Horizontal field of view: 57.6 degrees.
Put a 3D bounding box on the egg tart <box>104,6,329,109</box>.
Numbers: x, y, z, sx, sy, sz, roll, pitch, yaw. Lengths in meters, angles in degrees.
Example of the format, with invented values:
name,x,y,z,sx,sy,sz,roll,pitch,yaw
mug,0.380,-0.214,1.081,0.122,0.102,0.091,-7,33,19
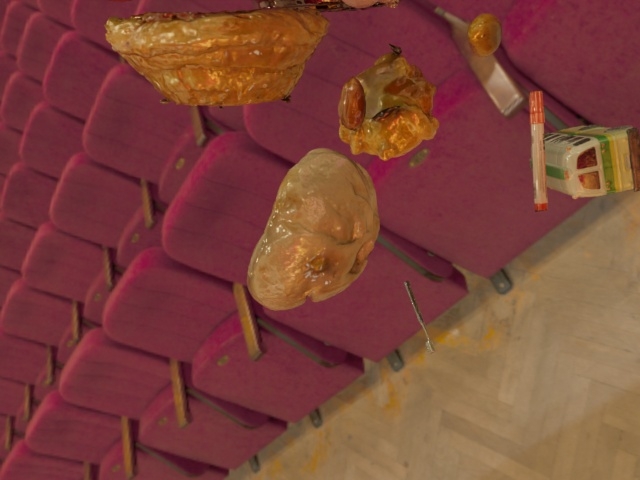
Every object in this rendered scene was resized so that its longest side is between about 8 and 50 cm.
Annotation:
name,x,y,z,sx,sy,sz,roll,pitch,yaw
egg tart,-0.127,-0.237,0.749,0.290,0.290,0.115,27,124,53

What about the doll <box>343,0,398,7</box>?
name,x,y,z,sx,sy,sz,roll,pitch,yaw
doll,0.055,-0.563,1.108,0.160,0.365,0.094,-5,68,34

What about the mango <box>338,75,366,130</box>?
name,x,y,z,sx,sy,sz,roll,pitch,yaw
mango,0.073,-0.318,1.368,0.077,0.063,0.127,-108,14,-52

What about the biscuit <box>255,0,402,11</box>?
name,x,y,z,sx,sy,sz,roll,pitch,yaw
biscuit,0.024,-0.654,1.552,0.407,0.408,0.091,26,123,53

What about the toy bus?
name,x,y,z,sx,sy,sz,roll,pitch,yaw
toy bus,0.565,-0.175,1.270,0.276,0.165,0.133,-88,-15,-78

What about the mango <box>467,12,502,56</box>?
name,x,y,z,sx,sy,sz,roll,pitch,yaw
mango,0.410,-0.516,1.461,0.076,0.161,0.103,22,110,24

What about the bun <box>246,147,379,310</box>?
name,x,y,z,sx,sy,sz,roll,pitch,yaw
bun,0.000,0.000,1.237,0.219,0.365,0.365,25,104,10

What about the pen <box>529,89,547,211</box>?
name,x,y,z,sx,sy,sz,roll,pitch,yaw
pen,0.433,-0.176,1.156,0.028,0.028,0.238,2,98,54

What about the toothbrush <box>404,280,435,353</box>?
name,x,y,z,sx,sy,sz,roll,pitch,yaw
toothbrush,0.263,0.202,1.554,0.019,0.016,0.219,-46,46,37

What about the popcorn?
name,x,y,z,sx,sy,sz,roll,pitch,yaw
popcorn,0.204,-0.357,1.643,0.297,0.281,0.315,28,73,35
